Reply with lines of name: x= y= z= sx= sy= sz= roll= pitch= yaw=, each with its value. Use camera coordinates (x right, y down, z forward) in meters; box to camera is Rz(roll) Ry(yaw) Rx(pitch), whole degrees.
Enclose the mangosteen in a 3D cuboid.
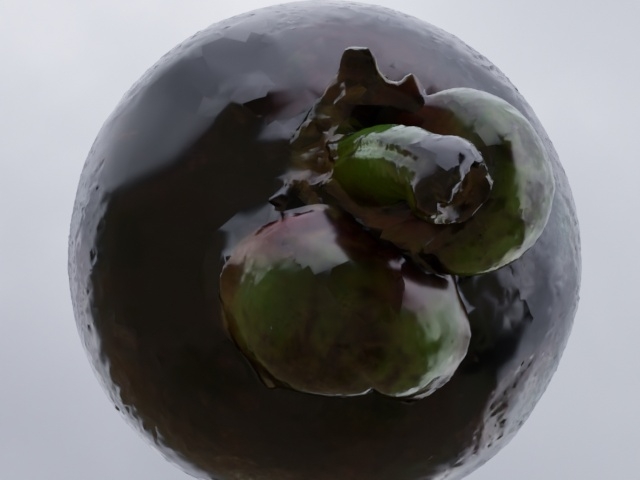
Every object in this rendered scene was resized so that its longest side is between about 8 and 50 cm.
mangosteen: x=0.000 y=0.000 z=1.067 sx=0.306 sy=0.306 sz=0.359 roll=17 pitch=-12 yaw=8
